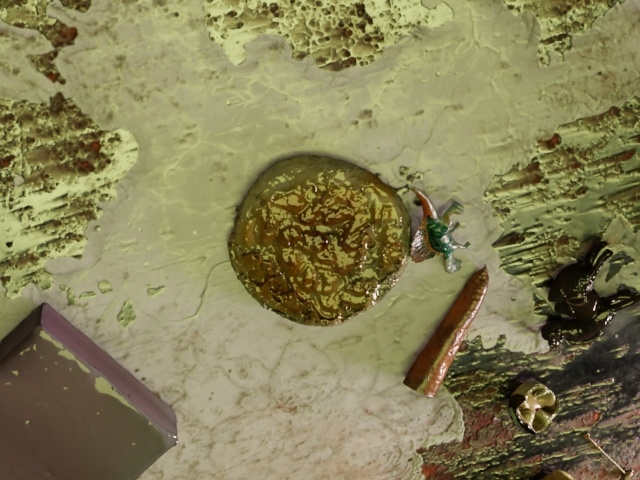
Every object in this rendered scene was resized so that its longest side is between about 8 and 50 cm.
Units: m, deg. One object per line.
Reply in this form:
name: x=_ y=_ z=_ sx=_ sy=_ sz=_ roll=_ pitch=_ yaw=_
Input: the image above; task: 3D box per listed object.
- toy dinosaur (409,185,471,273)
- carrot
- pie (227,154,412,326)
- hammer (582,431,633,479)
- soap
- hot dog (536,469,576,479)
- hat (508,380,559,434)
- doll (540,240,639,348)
toy dinosaur: x=0.166 y=-0.011 z=1.680 sx=0.187 sy=0.044 sz=0.106 roll=16 pitch=110 yaw=-50
carrot: x=0.206 y=0.137 z=1.765 sx=0.057 sy=0.057 sz=0.224 roll=27 pitch=98 yaw=-17
pie: x=0.000 y=0.000 z=1.678 sx=0.274 sy=0.055 sz=0.274 roll=-2 pitch=109 yaw=-6
hammer: x=0.476 y=0.358 z=1.901 sx=0.123 sy=0.014 sz=0.029 roll=44 pitch=90 yaw=-17
soap: x=-0.408 y=0.289 z=1.692 sx=0.296 sy=0.107 sz=0.285 roll=-41 pitch=110 yaw=8
hot dog: x=0.305 y=0.476 z=1.890 sx=0.286 sy=0.061 sz=0.088 roll=-32 pitch=114 yaw=2
hat: x=0.333 y=0.261 z=1.820 sx=0.076 sy=0.059 sz=0.077 roll=-49 pitch=115 yaw=-7
doll: x=0.408 y=0.097 z=1.775 sx=0.165 sy=0.057 sz=0.139 roll=-35 pitch=114 yaw=10
